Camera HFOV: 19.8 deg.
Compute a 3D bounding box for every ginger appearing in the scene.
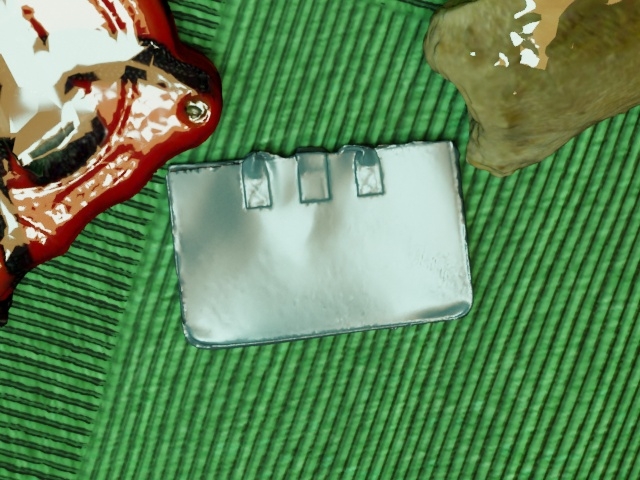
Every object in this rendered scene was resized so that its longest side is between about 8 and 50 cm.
[{"bbox_3d":[0.212,-0.140,1.308,0.276,0.130,0.221,-40,111,10],"label":"ginger"}]

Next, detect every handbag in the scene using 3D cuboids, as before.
[{"bbox_3d":[0.000,0.000,1.368,0.221,0.057,0.144,-5,102,-3],"label":"handbag"}]

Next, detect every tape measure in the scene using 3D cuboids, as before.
[{"bbox_3d":[-0.214,-0.109,1.287,0.253,0.114,0.260,-37,105,5],"label":"tape measure"}]
